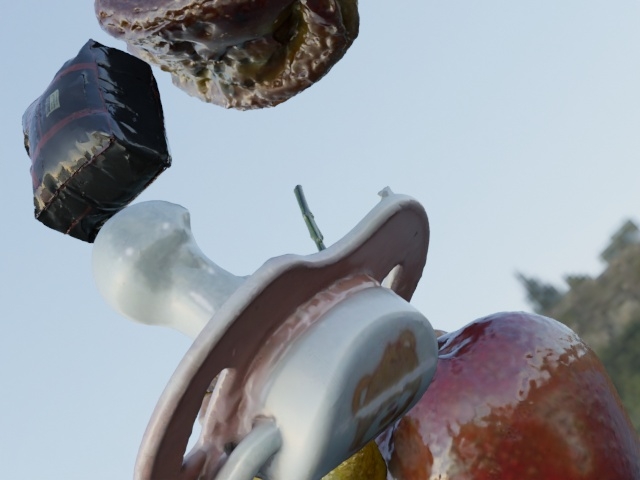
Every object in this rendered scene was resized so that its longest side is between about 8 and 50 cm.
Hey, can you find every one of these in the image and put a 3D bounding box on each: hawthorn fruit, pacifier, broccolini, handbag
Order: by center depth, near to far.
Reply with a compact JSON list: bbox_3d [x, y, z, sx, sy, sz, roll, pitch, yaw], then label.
[{"bbox_3d":[-0.038,0.074,1.138,0.220,0.273,0.332,-26,2,39],"label":"pacifier"},{"bbox_3d":[0.213,0.252,1.581,0.284,0.369,0.285,-40,-8,-7],"label":"hawthorn fruit"},{"bbox_3d":[-0.276,-0.119,1.894,0.155,0.215,0.169,23,-57,-33],"label":"handbag"},{"bbox_3d":[0.001,0.000,2.217,0.042,0.218,0.044,-20,-44,1],"label":"broccolini"}]

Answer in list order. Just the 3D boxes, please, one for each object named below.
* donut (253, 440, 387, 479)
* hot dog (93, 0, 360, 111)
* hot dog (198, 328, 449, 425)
[{"bbox_3d":[-0.029,0.207,1.508,0.174,0.190,0.075,-15,-43,1],"label":"donut"},{"bbox_3d":[-0.125,-0.287,2.049,0.267,0.387,0.174,27,-111,-43],"label":"hot dog"},{"bbox_3d":[0.026,0.177,1.811,0.337,0.135,0.100,-8,-63,-1],"label":"hot dog"}]
